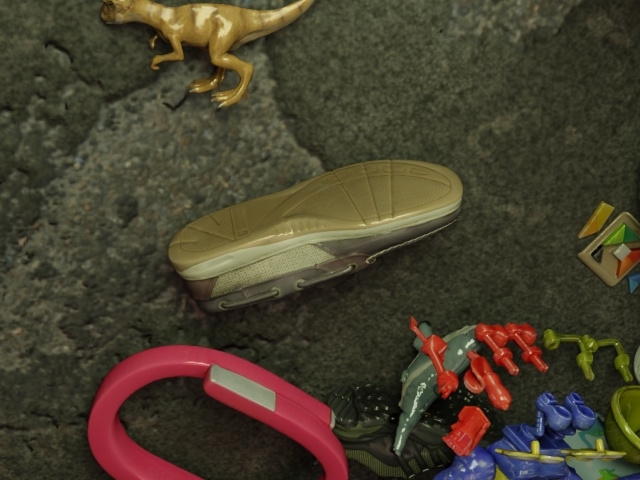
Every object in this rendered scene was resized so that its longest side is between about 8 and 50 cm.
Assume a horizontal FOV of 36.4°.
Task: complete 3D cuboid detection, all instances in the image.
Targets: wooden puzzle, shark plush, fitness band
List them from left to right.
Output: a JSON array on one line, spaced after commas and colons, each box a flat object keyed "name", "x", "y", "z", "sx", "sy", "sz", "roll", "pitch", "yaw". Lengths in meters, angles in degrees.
[{"name": "fitness band", "x": -0.106, "y": 0.219, "z": 1.045, "sx": 0.291, "sy": 0.054, "sz": 0.209, "roll": 33, "pitch": 122, "yaw": -20}, {"name": "shark plush", "x": 0.115, "y": 0.151, "z": 1.038, "sx": 0.161, "sy": 0.067, "sz": 0.073, "roll": -44, "pitch": 118, "yaw": -24}, {"name": "wooden puzzle", "x": 0.326, "y": 0.011, "z": 1.065, "sx": 0.116, "sy": 0.014, "sz": 0.078, "roll": 31, "pitch": 110, "yaw": -27}]

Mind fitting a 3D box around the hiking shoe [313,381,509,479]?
[{"name": "hiking shoe", "x": 0.108, "y": 0.228, "z": 1.114, "sx": 0.226, "sy": 0.086, "sz": 0.114, "roll": 11, "pitch": 126, "yaw": -8}]

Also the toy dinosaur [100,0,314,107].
[{"name": "toy dinosaur", "x": -0.080, "y": -0.179, "z": 0.835, "sx": 0.211, "sy": 0.064, "sz": 0.112, "roll": -5, "pitch": 120, "yaw": -10}]

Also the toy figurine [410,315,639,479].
[{"name": "toy figurine", "x": 0.204, "y": 0.228, "z": 1.028, "sx": 0.362, "sy": 0.191, "sz": 0.217, "roll": 7, "pitch": 123, "yaw": -39}]

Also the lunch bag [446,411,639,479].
[{"name": "lunch bag", "x": 0.268, "y": 0.297, "z": 1.125, "sx": 0.219, "sy": 0.176, "sz": 0.090, "roll": -15, "pitch": 122, "yaw": -3}]

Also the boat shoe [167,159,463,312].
[{"name": "boat shoe", "x": 0.000, "y": 0.000, "z": 0.940, "sx": 0.285, "sy": 0.103, "sz": 0.092, "roll": -16, "pitch": 127, "yaw": 1}]

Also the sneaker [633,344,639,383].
[{"name": "sneaker", "x": 0.490, "y": 0.131, "z": 1.070, "sx": 0.151, "sy": 0.094, "sz": 0.256, "roll": 17, "pitch": 159, "yaw": -23}]
